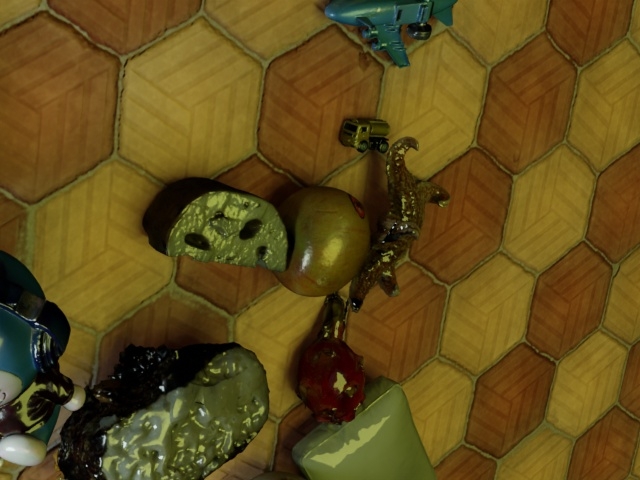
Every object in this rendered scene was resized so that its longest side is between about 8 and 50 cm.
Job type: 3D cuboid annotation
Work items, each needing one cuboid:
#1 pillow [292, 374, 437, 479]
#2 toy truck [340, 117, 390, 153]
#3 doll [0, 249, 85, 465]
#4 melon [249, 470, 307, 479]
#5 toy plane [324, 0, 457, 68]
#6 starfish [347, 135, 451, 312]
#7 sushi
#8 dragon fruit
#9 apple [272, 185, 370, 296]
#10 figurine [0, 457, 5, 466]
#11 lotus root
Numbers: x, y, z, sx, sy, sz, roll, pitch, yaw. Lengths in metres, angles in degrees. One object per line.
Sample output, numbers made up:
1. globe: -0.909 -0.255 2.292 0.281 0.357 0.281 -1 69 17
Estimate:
1. pillow: 0.089 0.430 2.332 0.255 0.119 0.322 -37 132 -19
2. toy truck: 0.075 -0.180 2.089 0.083 0.049 0.054 -2 110 -40
3. doll: -0.469 0.144 1.663 0.310 0.284 0.240 71 22 -50
4. melon: -0.087 0.565 2.175 0.223 0.223 0.317 0 110 -40
5. toy plane: 0.127 -0.385 2.007 0.271 0.105 0.254 -21 137 -36
6. starfish: 0.135 -0.021 2.121 0.303 0.113 0.312 -1 110 -78
7. sushi: -0.250 0.267 1.924 0.348 0.207 0.234 -30 114 -33
8. dragon fruit: 0.020 0.208 2.187 0.125 0.125 0.246 2 95 -69
9. apple: 0.000 0.000 2.024 0.155 0.182 0.182 2 108 -44
10. figurine: -0.516 0.345 1.841 0.050 0.047 0.083 44 75 -32
11. lotus root: -0.159 -0.022 1.918 0.235 0.119 0.138 17 99 -42
